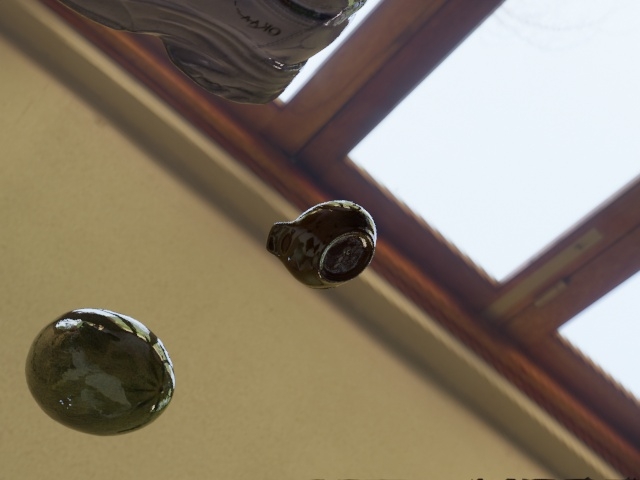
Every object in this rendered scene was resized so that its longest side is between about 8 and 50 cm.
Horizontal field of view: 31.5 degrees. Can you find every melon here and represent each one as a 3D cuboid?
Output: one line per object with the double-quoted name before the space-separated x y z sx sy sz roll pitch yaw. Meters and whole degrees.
"melon" -0.172 0.103 0.889 0.098 0.130 0.098 -28 -57 -55

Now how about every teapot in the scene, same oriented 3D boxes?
"teapot" 0.000 0.000 1.203 0.129 0.098 0.078 -4 -152 -43

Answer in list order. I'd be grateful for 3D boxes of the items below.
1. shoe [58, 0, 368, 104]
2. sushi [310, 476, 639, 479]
"shoe" -0.071 -0.178 0.632 0.245 0.137 0.095 33 -141 -35
"sushi" 0.047 0.265 0.496 0.064 0.359 0.343 -46 -55 -56
